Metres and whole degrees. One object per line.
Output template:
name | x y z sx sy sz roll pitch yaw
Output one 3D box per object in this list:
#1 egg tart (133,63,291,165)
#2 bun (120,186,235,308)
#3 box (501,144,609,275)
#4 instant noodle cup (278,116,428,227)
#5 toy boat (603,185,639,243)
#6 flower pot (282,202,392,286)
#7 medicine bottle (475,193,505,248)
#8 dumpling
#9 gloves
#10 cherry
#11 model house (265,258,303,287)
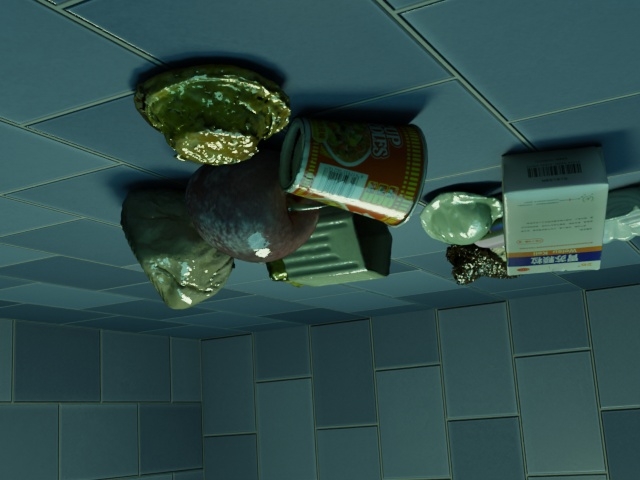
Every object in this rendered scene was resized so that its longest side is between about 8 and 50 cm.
egg tart | -0.162 -0.183 1.291 0.241 0.106 0.241 -1 164 0
bun | -0.290 0.004 1.817 0.205 0.281 0.281 -28 169 -7
box | 0.482 -0.054 1.784 0.200 0.106 0.299 -5 142 11
instant noodle cup | 0.046 -0.127 1.464 0.212 0.193 0.193 9 164 -19
toy boat | 0.726 -0.060 2.083 0.199 0.100 0.290 0 168 -18
flower pot | 0.029 -0.019 1.821 0.190 0.239 0.209 -10 -162 22
medicine bottle | 0.417 -0.043 2.032 0.078 0.115 0.219 5 165 -36
dumpling | 0.324 -0.066 1.984 0.219 0.152 0.108 -29 -165 41
gloves | 0.485 0.048 2.423 0.210 0.135 0.312 -3 170 -24
cherry | -0.115 -0.063 1.568 0.285 0.212 0.236 6 170 25
model house | 0.000 0.000 2.059 0.234 0.174 0.193 -19 163 18
